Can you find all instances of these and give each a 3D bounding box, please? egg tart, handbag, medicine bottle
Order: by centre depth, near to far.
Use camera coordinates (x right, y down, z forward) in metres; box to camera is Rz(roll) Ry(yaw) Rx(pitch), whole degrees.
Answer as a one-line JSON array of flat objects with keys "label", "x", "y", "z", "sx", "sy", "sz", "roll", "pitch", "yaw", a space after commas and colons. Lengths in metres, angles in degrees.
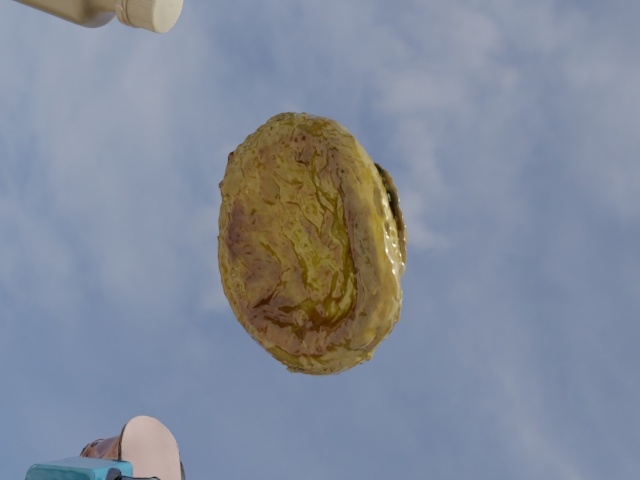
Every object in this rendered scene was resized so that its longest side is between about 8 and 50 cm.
[{"label": "medicine bottle", "x": -0.282, "y": -0.313, "z": 1.307, "sx": 0.252, "sy": 0.114, "sz": 0.114, "roll": 23, "pitch": -58, "yaw": 20}, {"label": "egg tart", "x": 0.003, "y": 0.000, "z": 1.353, "sx": 0.341, "sy": 0.129, "sz": 0.341, "roll": 17, "pitch": -67, "yaw": 48}, {"label": "handbag", "x": -0.298, "y": 0.387, "z": 1.724, "sx": 0.116, "sy": 0.179, "sz": 0.205, "roll": -20, "pitch": -119, "yaw": 23}]

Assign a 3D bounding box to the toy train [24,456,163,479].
[{"label": "toy train", "x": -0.301, "y": 0.453, "z": 1.490, "sx": 0.264, "sy": 0.188, "sz": 0.301, "roll": 2, "pitch": -96, "yaw": 12}]
